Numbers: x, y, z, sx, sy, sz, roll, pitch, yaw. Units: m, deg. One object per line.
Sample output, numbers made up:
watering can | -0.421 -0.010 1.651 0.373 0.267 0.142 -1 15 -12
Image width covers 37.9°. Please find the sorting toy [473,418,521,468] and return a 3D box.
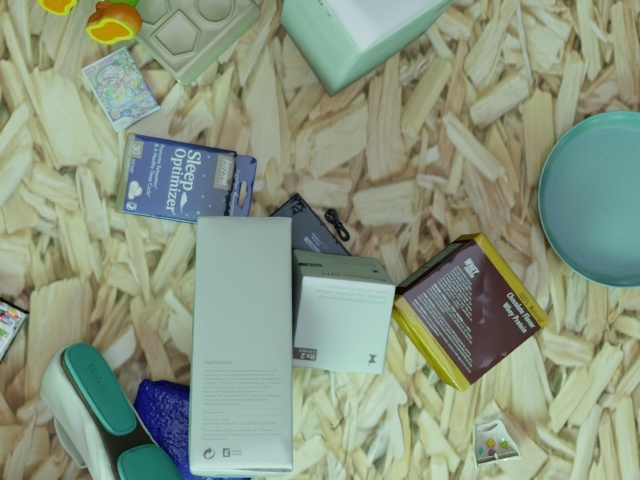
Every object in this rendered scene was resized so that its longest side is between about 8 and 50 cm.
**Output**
sorting toy | 0.301 0.355 1.638 0.083 0.045 0.075 -10 82 -7

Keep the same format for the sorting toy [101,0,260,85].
sorting toy | -0.238 -0.401 1.599 0.193 0.038 0.208 -45 98 -6

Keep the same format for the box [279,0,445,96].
box | 0.076 -0.381 1.476 0.215 0.345 0.168 -35 92 -7

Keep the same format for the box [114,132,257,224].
box | -0.227 -0.098 1.589 0.225 0.036 0.136 9 87 -8

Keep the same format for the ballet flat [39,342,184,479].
ballet flat | -0.327 0.349 1.483 0.139 0.139 0.400 -34 70 -7

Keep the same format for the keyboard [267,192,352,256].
keyboard | 0.000 0.000 1.620 0.108 0.023 0.180 -41 94 0

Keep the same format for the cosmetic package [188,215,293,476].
cosmetic package | -0.125 0.172 1.461 0.156 0.217 0.385 3 74 -7

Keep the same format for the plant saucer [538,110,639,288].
plant saucer | 0.537 -0.073 1.676 0.317 0.044 0.317 0 88 -7

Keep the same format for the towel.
towel | -0.227 0.401 1.554 0.227 0.076 0.308 13 87 -7

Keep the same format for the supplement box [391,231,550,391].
supplement box | 0.243 0.119 1.591 0.194 0.129 0.191 -38 93 -6

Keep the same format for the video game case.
video game case | -0.340 -0.258 1.591 0.087 0.011 0.122 -30 92 -7

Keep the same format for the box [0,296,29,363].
box | -0.602 0.120 1.537 0.207 0.036 0.114 29 86 -5

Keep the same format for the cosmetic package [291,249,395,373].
cosmetic package | 0.026 0.113 1.524 0.151 0.184 0.151 6 102 -8

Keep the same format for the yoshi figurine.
yoshi figurine | -0.298 -0.508 1.479 0.203 0.203 0.362 13 69 14
